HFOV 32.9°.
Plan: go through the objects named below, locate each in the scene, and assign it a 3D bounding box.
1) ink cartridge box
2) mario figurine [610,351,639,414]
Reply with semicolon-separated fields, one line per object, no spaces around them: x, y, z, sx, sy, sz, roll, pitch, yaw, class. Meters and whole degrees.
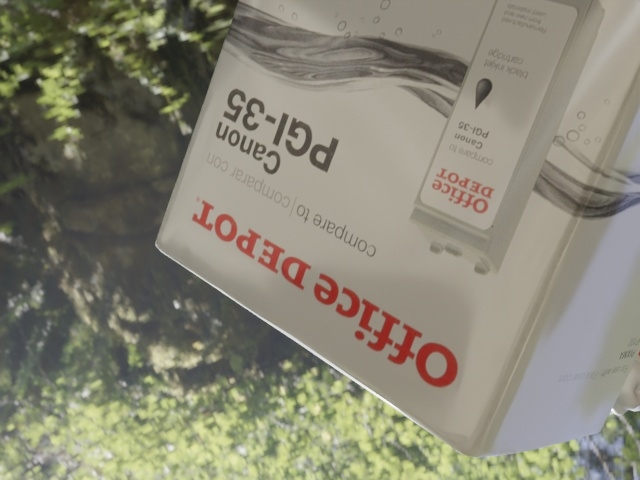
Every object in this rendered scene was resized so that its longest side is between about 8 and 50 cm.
0.070;-0.077;0.475;0.207;0.282;0.117;30;-164;36;ink cartridge box
0.317;0.134;1.059;0.198;0.170;0.320;-13;-147;-13;mario figurine
